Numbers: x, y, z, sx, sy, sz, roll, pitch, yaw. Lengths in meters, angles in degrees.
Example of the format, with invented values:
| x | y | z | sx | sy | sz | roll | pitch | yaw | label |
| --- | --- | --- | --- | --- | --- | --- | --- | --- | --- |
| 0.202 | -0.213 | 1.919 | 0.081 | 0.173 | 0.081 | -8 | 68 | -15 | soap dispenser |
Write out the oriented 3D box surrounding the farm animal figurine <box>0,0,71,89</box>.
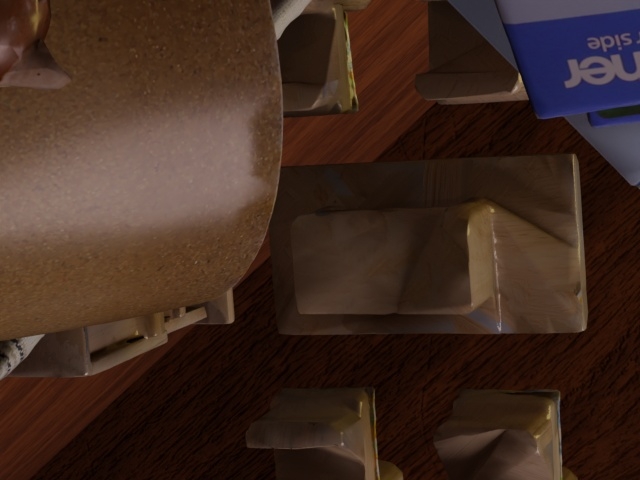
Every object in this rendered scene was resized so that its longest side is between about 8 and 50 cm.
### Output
| x | y | z | sx | sy | sz | roll | pitch | yaw | label |
| --- | --- | --- | --- | --- | --- | --- | --- | --- | --- |
| -0.066 | -0.133 | 0.228 | 0.330 | 0.172 | 0.327 | -69 | 168 | 12 | farm animal figurine |

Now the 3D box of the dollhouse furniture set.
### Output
| x | y | z | sx | sy | sz | roll | pitch | yaw | label |
| --- | --- | --- | --- | --- | --- | --- | --- | --- | --- |
| 0.000 | 0.000 | 1.196 | 0.394 | 0.362 | 0.256 | -2 | -172 | 21 | dollhouse furniture set |

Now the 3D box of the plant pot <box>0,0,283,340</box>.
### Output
| x | y | z | sx | sy | sz | roll | pitch | yaw | label |
| --- | --- | --- | --- | --- | --- | --- | --- | --- | --- |
| -0.184 | -0.054 | 0.572 | 0.254 | 0.237 | 0.237 | -19 | 164 | -30 | plant pot |

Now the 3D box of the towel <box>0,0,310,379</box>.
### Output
| x | y | z | sx | sy | sz | roll | pitch | yaw | label |
| --- | --- | --- | --- | --- | --- | --- | --- | --- | --- |
| -0.126 | -0.043 | 0.890 | 0.324 | 0.056 | 0.312 | -57 | -165 | -20 | towel |

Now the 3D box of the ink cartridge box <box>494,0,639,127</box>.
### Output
| x | y | z | sx | sy | sz | roll | pitch | yaw | label |
| --- | --- | --- | --- | --- | --- | --- | --- | --- | --- |
| 0.122 | -0.138 | 0.446 | 0.185 | 0.311 | 0.065 | -6 | -134 | 21 | ink cartridge box |

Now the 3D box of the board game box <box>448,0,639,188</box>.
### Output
| x | y | z | sx | sy | sz | roll | pitch | yaw | label |
| --- | --- | --- | --- | --- | --- | --- | --- | --- | --- |
| 0.107 | -0.222 | 0.551 | 0.086 | 0.308 | 0.302 | -43 | 178 | -45 | board game box |
